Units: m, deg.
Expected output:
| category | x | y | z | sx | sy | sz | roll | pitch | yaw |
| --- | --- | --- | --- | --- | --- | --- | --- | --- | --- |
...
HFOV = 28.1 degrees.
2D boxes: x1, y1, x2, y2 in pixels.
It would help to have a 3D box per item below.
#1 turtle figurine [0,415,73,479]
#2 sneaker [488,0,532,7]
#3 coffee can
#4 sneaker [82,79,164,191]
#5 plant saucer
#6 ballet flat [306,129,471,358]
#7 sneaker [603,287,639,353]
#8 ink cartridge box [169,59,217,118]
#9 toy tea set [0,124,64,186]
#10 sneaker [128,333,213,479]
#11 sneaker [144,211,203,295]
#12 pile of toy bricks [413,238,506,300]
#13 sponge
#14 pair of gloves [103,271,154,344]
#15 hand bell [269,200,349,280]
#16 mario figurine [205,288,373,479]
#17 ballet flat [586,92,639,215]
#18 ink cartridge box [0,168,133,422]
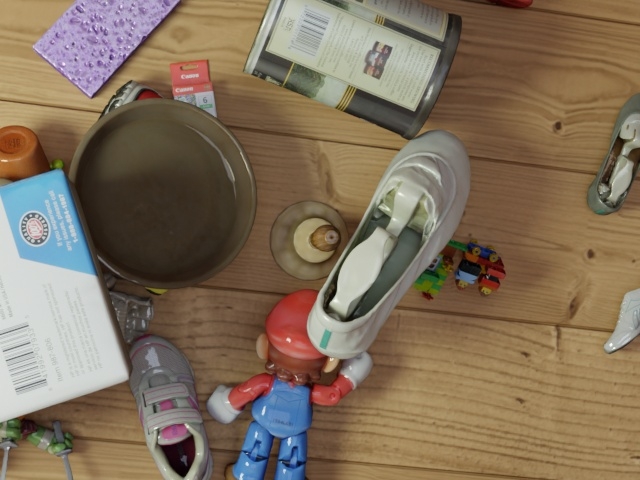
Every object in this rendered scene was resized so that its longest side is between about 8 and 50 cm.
| category | x | y | z | sx | sy | sz | roll | pitch | yaw |
| --- | --- | --- | --- | --- | --- | --- | --- | --- | --- |
| turtle figurine | -0.401 | 0.258 | 1.848 | 0.197 | 0.274 | 0.266 | 26 | 93 | -44 |
| sneaker | 0.251 | -0.460 | 2.004 | 0.221 | 0.087 | 0.128 | 24 | 88 | -8 |
| coffee can | 0.047 | -0.294 | 1.916 | 0.275 | 0.201 | 0.202 | 22 | 87 | -7 |
| sneaker | -0.297 | -0.105 | 1.901 | 0.118 | 0.107 | 0.279 | 30 | 72 | -17 |
| plant saucer | -0.227 | -0.066 | 1.838 | 0.277 | 0.041 | 0.278 | 3 | 80 | -21 |
| ballet flat | 0.109 | -0.011 | 1.845 | 0.139 | 0.139 | 0.400 | 34 | 72 | -6 |
| sneaker | 0.501 | 0.119 | 2.054 | 0.061 | 0.054 | 0.152 | 43 | 81 | 10 |
| ink cartridge box | -0.195 | -0.220 | 1.968 | 0.062 | 0.029 | 0.115 | -8 | 91 | -8 |
| toy tea set | -0.552 | -0.090 | 1.882 | 0.336 | 0.124 | 0.200 | 15 | 52 | 10 |
| sneaker | -0.221 | 0.261 | 1.919 | 0.102 | 0.111 | 0.252 | -21 | 92 | -7 |
| sneaker | -0.213 | -0.018 | 1.910 | 0.081 | 0.094 | 0.209 | 23 | 80 | -32 |
| pile of toy bricks | 0.178 | 0.043 | 1.988 | 0.212 | 0.118 | 0.105 | 20 | 116 | -15 |
| sponge | -0.325 | -0.330 | 1.951 | 0.117 | 0.031 | 0.210 | 42 | 84 | -5 |
| pair of gloves | -0.340 | 0.042 | 1.941 | 0.204 | 0.042 | 0.240 | 15 | 88 | -8 |
| hand bell | 0.000 | 0.000 | 1.886 | 0.126 | 0.242 | 0.126 | 0 | 90 | -8 |
| mario figurine | -0.046 | 0.228 | 1.960 | 0.198 | 0.170 | 0.321 | 7 | 101 | -43 |
| ballet flat | 0.493 | -0.138 | 2.041 | 0.072 | 0.068 | 0.213 | 25 | 86 | -7 |
| ink cartridge box | -0.476 | 0.104 | 1.667 | 0.394 | 0.166 | 0.286 | -17 | 89 | -7 |
